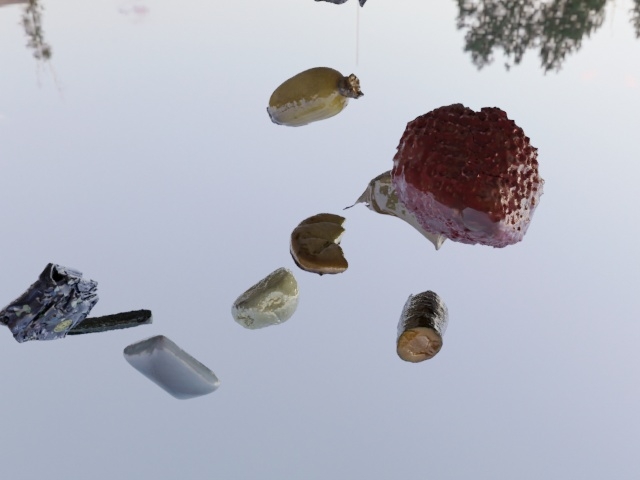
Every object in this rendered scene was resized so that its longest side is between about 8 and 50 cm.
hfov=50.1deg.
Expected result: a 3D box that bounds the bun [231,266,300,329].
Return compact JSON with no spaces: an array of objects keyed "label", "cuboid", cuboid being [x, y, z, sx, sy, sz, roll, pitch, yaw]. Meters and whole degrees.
[{"label":"bun","cuboid":[-0.147,0.178,1.949,0.220,0.134,0.220,-34,-173,5]}]

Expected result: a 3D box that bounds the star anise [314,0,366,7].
[{"label":"star anise","cuboid":[0.076,-0.594,1.462,0.214,0.099,0.220,8,-121,-5]}]

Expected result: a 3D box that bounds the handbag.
[{"label":"handbag","cuboid":[-0.524,0.123,1.347,0.113,0.162,0.260,42,172,2]}]

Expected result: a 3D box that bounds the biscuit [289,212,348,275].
[{"label":"biscuit","cuboid":[-0.004,-0.001,1.813,0.154,0.045,0.299,9,-151,-4]}]

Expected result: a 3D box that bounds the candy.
[{"label":"candy","cuboid":[-0.302,0.259,1.382,0.138,0.174,0.071,-21,-146,39]}]

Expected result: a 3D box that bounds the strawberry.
[{"label":"strawberry","cuboid":[0.235,-0.090,1.142,0.261,0.261,0.257,14,-121,25]}]

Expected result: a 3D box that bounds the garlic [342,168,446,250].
[{"label":"garlic","cuboid":[0.231,-0.120,1.910,0.338,0.196,0.151,25,179,29]}]

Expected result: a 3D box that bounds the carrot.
[{"label":"carrot","cuboid":[0.166,0.137,1.106,0.082,0.082,0.173,5,-159,10]}]

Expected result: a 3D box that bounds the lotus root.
[{"label":"lotus root","cuboid":[-0.024,-0.396,1.879,0.303,0.131,0.146,-13,163,34]}]

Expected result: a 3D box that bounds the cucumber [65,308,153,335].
[{"label":"cucumber","cuboid":[-0.543,0.206,1.688,0.257,0.043,0.044,-6,-137,-8]}]
